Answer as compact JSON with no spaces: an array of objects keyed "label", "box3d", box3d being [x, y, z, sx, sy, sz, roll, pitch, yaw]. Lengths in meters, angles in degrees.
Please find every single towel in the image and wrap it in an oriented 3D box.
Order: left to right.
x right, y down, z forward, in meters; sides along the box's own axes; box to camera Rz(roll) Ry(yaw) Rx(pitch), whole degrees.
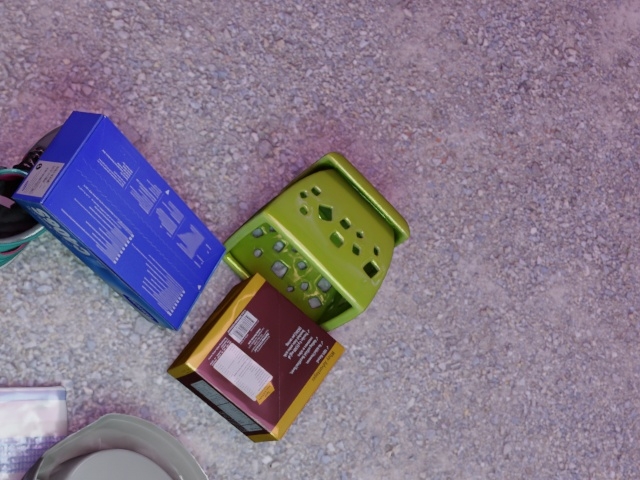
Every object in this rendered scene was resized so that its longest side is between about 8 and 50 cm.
[{"label":"towel","box3d":[-0.480,0.356,1.474,0.209,0.034,0.284,1,80,-24]}]

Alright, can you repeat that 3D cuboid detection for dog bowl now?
[{"label":"dog bowl","box3d":[-0.293,0.428,1.414,0.349,0.102,0.348,34,40,-34]}]

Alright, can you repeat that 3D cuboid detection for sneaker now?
[{"label":"sneaker","box3d":[-0.437,-0.087,1.510,0.124,0.178,0.295,37,67,-10]}]

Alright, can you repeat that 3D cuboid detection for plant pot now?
[{"label":"plant pot","box3d":[0.000,0.000,1.647,0.227,0.228,0.207,44,59,-7]}]

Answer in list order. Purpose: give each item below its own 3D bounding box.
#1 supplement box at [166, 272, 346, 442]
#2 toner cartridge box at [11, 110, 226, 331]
[{"label":"supplement box","box3d":[-0.103,0.193,1.607,0.194,0.129,0.191,41,66,-9]},{"label":"toner cartridge box","box3d":[-0.292,-0.022,1.508,0.165,0.075,0.348,-59,138,-21]}]
